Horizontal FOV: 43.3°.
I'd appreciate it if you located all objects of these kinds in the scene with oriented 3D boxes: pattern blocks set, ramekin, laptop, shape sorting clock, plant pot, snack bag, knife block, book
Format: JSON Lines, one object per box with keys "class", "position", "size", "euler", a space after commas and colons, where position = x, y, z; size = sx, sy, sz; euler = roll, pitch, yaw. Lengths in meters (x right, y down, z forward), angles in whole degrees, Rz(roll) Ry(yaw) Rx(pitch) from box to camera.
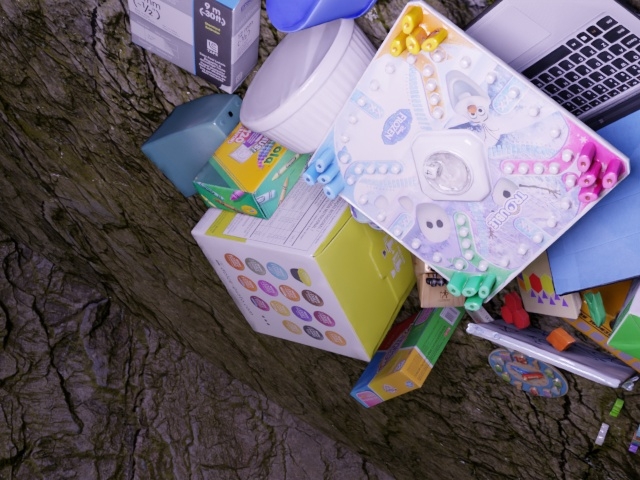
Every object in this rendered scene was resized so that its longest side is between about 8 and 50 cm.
{"class": "pattern blocks set", "position": [0.437, 0.076, 1.573], "size": [0.325, 0.026, 0.285], "euler": [-158, 52, -67]}
{"class": "ramekin", "position": [-0.009, -0.275, 1.426], "size": [0.127, 0.273, 0.273], "euler": [37, 154, -26]}
{"class": "laptop", "position": [0.357, -0.141, 1.213], "size": [0.408, 0.236, 0.382], "euler": [31, 157, -14]}
{"class": "shape sorting clock", "position": [0.514, 0.332, 2.001], "size": [0.206, 0.040, 0.206], "euler": [26, 150, 16]}
{"class": "plant pot", "position": [-0.252, -0.233, 1.850], "size": [0.234, 0.165, 0.165], "euler": [-15, 125, 45]}
{"class": "snack bag", "position": [0.498, 0.236, 1.682], "size": [0.323, 0.037, 0.342], "euler": [21, -174, 26]}
{"class": "knife block", "position": [0.233, -0.001, 1.538], "size": [0.088, 0.275, 0.242], "euler": [-1, 130, -1]}
{"class": "book", "position": [0.393, 0.194, 1.890], "size": [0.144, 0.035, 0.096], "euler": [48, 177, -17]}

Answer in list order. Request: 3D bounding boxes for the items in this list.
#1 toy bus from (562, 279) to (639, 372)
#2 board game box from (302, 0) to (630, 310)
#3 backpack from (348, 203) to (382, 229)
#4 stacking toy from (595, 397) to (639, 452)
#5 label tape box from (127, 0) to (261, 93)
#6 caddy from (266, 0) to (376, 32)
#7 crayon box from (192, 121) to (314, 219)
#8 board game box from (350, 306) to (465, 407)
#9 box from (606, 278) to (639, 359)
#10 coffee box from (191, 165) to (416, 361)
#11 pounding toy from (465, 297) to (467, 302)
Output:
{"class": "toy bus", "position": [0.635, 0.182, 1.575], "size": [0.333, 0.108, 0.130], "euler": [35, 151, 0]}
{"class": "board game box", "position": [0.196, -0.105, 1.245], "size": [0.390, 0.050, 0.390], "euler": [38, 137, 2]}
{"class": "backpack", "position": [0.146, -0.154, 1.461], "size": [0.225, 0.191, 0.253], "euler": [-11, 92, 41]}
{"class": "stacking toy", "position": [0.765, 0.460, 1.926], "size": [0.167, 0.052, 0.221], "euler": [22, 147, 20]}
{"class": "label tape box", "position": [-0.241, -0.472, 1.517], "size": [0.249, 0.115, 0.347], "euler": [30, 153, 10]}
{"class": "caddy", "position": [0.011, -0.468, 1.196], "size": [0.241, 0.179, 0.341], "euler": [60, 151, 5]}
{"class": "crayon box", "position": [-0.111, -0.177, 1.648], "size": [0.165, 0.278, 0.081], "euler": [13, 145, 34]}
{"class": "board game box", "position": [0.216, 0.288, 2.044], "size": [0.064, 0.242, 0.316], "euler": [39, 151, -4]}
{"class": "box", "position": [0.651, 0.119, 1.336], "size": [0.262, 0.231, 0.126], "euler": [27, 151, 16]}
{"class": "coffee box", "position": [0.000, 0.000, 1.735], "size": [0.334, 0.338, 0.337], "euler": [10, 143, 36]}
{"class": "pounding toy", "position": [0.331, -0.008, 1.589], "size": [0.110, 0.183, 0.237], "euler": [-2, 143, -1]}
